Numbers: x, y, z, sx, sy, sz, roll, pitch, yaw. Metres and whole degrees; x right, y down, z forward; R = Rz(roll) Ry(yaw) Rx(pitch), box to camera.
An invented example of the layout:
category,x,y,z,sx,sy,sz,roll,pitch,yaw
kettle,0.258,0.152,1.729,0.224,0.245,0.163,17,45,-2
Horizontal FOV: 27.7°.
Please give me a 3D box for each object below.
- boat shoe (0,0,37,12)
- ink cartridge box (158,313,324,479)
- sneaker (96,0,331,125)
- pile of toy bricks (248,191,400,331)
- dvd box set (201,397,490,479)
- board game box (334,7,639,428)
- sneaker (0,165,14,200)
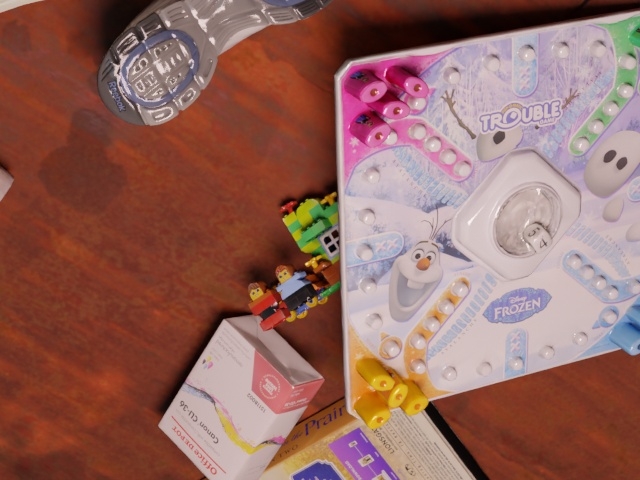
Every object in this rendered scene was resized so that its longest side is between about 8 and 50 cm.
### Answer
category,x,y,z,sx,sy,sz,roll,pitch,yaw
boat shoe,-0.304,-0.272,1.200,0.305,0.091,0.109,-7,129,2
ink cartridge box,-0.098,0.193,1.427,0.115,0.067,0.198,42,114,23
sneaker,-0.094,-0.230,1.225,0.297,0.129,0.111,-35,112,-6
pile of toy bricks,0.000,0.000,1.356,0.212,0.118,0.105,-36,80,24
dvd box set,0.004,0.367,1.554,0.420,0.062,0.307,-32,114,12
board game box,0.206,-0.019,1.302,0.390,0.050,0.390,-12,119,-19
sneaker,-0.457,-0.001,1.326,0.302,0.108,0.121,-43,111,9
